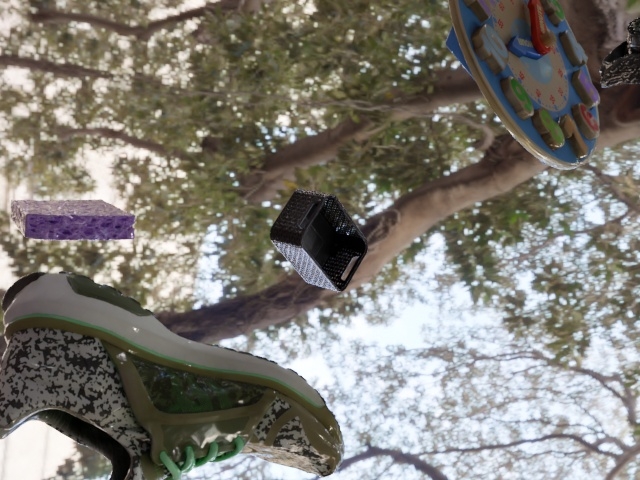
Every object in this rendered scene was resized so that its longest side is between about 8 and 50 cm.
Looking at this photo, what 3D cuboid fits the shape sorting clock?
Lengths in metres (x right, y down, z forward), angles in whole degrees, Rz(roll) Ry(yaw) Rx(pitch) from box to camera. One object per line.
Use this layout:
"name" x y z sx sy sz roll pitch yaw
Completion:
"shape sorting clock" 0.174 -0.156 0.599 0.040 0.206 0.206 -30 -110 44

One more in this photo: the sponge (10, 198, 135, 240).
"sponge" -0.304 -0.028 0.883 0.210 0.117 0.031 17 -74 62

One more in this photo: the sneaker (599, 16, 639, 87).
"sneaker" 0.439 -0.238 0.910 0.170 0.089 0.051 -3 -130 17

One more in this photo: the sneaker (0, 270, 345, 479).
"sneaker" -0.161 0.200 0.768 0.158 0.410 0.182 -41 -151 46

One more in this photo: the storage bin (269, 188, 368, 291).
"storage bin" 0.000 0.000 1.388 0.084 0.180 0.122 13 -117 39
